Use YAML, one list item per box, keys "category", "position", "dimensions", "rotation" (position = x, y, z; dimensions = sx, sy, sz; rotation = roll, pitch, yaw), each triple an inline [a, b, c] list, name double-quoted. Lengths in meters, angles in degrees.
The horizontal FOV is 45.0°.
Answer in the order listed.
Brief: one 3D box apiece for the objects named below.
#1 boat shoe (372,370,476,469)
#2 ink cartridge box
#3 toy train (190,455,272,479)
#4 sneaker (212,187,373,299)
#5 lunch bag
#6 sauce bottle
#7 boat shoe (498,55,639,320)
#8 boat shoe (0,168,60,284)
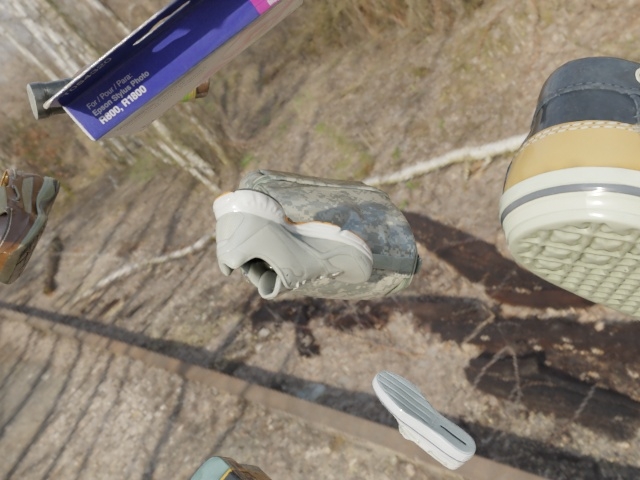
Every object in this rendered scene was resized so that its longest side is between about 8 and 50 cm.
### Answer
- category: "boat shoe"
  position: [0.177, 0.341, 1.430]
  dimensions: [0.083, 0.226, 0.075]
  rotation: [-27, -28, -50]
- category: "ink cartridge box"
  position: [-0.167, -0.250, 1.006]
  dimensions: [0.324, 0.071, 0.330]
  rotation: [-36, 11, 7]
- category: "toy train"
  position: [-0.154, 0.560, 1.669]
  dimensions: [0.142, 0.190, 0.334]
  rotation: [-48, -22, -4]
- category: "sneaker"
  position: [-0.037, 0.033, 1.034]
  dimensions: [0.099, 0.262, 0.121]
  rotation: [-25, 53, 46]
- category: "lunch bag"
  position: [0.000, 0.000, 1.395]
  dimensions: [0.256, 0.305, 0.212]
  rotation: [-147, 65, -65]
- category: "sauce bottle"
  position: [-0.392, -0.302, 1.520]
  dimensions: [0.345, 0.111, 0.111]
  rotation: [-17, 11, -23]
- category: "boat shoe"
  position: [0.334, 0.004, 0.654]
  dimensions: [0.187, 0.500, 0.155]
  rotation: [-16, 58, 47]
- category: "boat shoe"
  position: [-0.560, -0.035, 1.386]
  dimensions: [0.122, 0.120, 0.324]
  rotation: [-57, 22, 18]
